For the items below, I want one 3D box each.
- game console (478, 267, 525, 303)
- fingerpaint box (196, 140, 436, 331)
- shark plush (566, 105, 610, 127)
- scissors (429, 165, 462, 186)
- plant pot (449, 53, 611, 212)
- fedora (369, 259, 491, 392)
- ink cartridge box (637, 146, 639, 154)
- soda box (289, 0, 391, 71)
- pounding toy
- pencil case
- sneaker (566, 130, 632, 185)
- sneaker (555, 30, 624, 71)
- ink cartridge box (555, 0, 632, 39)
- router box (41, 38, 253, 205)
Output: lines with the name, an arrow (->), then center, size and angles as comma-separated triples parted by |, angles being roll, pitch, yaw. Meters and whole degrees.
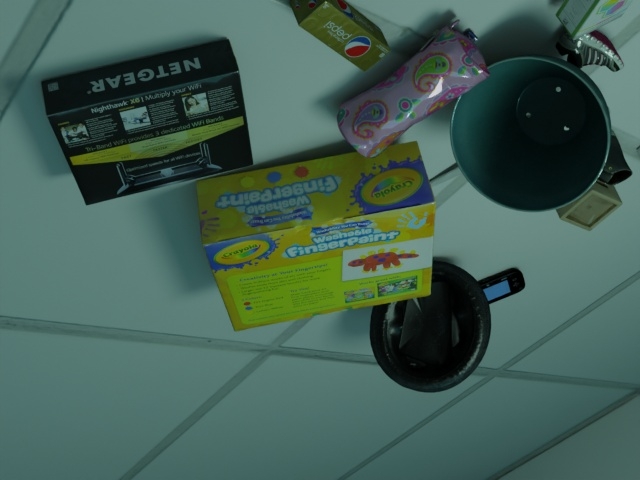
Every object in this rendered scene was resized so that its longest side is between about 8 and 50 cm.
game console -> 0.391, 0.165, 2.377 | 0.361, 0.044, 0.213 | -23, 148, 5
fingerpaint box -> 0.000, 0.000, 1.775 | 0.444, 0.163, 0.371 | -11, 148, -1
shark plush -> 0.514, -0.251, 1.782 | 0.161, 0.073, 0.067 | -28, 140, 19
scissors -> 0.344, -0.166, 1.845 | 0.109, 0.021, 0.297 | 29, 126, -30
plant pot -> 0.416, -0.222, 1.629 | 0.290, 0.290, 0.195 | -47, 176, 36
fedora -> 0.281, 0.216, 2.211 | 0.334, 0.334, 0.152 | -23, 178, 6
ink cartridge box -> 0.856, -0.205, 1.984 | 0.127, 0.128, 0.176 | 11, 137, -39
soda box -> 0.033, -0.346, 1.396 | 0.061, 0.058, 0.181 | -36, 144, 25
pounding toy -> 0.644, -0.096, 2.086 | 0.141, 0.100, 0.130 | 18, 133, -30
pencil case -> 0.163, -0.266, 1.538 | 0.284, 0.124, 0.124 | -35, 145, 22
sneaker -> 0.575, -0.175, 1.888 | 0.222, 0.118, 0.083 | -11, 147, -14
sneaker -> 0.508, -0.356, 1.633 | 0.170, 0.063, 0.075 | 18, 132, -38
ink cartridge box -> 0.484, -0.430, 1.433 | 0.109, 0.062, 0.209 | -28, 167, -12
router box -> -0.278, -0.192, 1.441 | 0.308, 0.081, 0.243 | -14, 148, -8
